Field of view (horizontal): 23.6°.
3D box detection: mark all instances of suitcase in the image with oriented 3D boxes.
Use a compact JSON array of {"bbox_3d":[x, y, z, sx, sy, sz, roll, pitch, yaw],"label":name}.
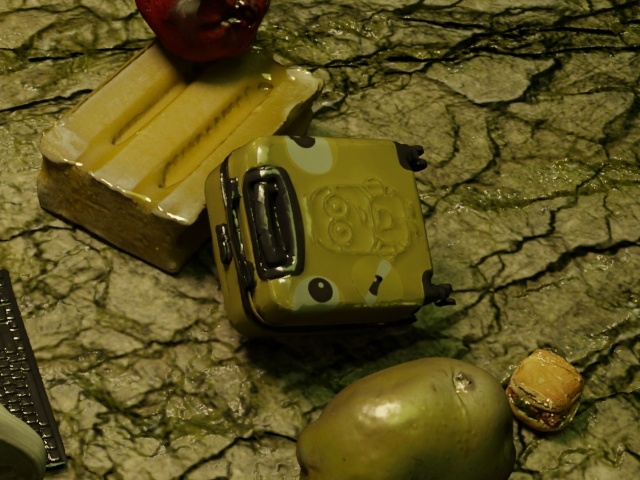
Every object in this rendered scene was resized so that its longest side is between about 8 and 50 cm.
[{"bbox_3d":[0.000,0.000,1.535,0.235,0.143,0.194,0,72,-33],"label":"suitcase"}]

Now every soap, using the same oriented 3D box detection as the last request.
[{"bbox_3d":[-0.151,-0.113,1.677,0.199,0.091,0.315,25,44,13],"label":"soap"}]

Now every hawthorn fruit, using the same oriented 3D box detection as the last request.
[{"bbox_3d":[-0.140,-0.276,1.691,0.148,0.148,0.172,-27,43,-36],"label":"hawthorn fruit"}]

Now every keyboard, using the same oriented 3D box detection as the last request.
[{"bbox_3d":[-0.309,0.121,1.441,0.087,0.017,0.250,-6,48,-23],"label":"keyboard"}]

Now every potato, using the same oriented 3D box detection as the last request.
[{"bbox_3d":[0.078,0.187,1.377,0.200,0.154,0.137,-11,16,-17],"label":"potato"}]

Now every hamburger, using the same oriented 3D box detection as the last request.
[{"bbox_3d":[0.226,0.152,1.540,0.076,0.044,0.083,32,43,20],"label":"hamburger"}]

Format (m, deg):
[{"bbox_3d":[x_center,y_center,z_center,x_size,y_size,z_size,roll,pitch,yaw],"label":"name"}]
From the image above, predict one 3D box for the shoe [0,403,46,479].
[{"bbox_3d":[-0.367,0.121,1.356,0.316,0.124,0.159,21,36,6],"label":"shoe"}]
